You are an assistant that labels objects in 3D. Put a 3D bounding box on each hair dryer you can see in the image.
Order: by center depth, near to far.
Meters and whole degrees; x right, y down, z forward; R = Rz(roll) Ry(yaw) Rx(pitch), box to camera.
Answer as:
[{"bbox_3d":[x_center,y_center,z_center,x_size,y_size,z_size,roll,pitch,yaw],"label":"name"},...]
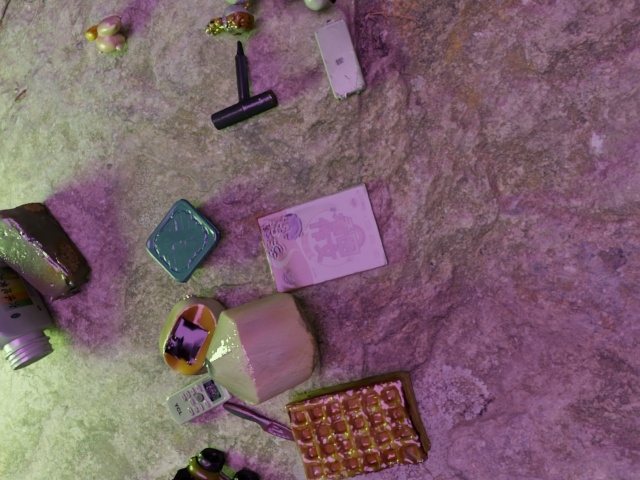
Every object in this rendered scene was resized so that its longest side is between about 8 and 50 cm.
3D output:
[{"bbox_3d":[-0.215,-0.398,1.217,0.173,0.050,0.195,-19,84,13],"label":"hair dryer"}]

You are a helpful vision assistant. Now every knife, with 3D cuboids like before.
[{"bbox_3d":[-0.147,0.479,1.251,0.247,0.018,0.036,20,95,11],"label":"knife"}]

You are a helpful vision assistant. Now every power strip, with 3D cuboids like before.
[{"bbox_3d":[0.048,-0.434,1.150,0.081,0.035,0.192,-18,88,14],"label":"power strip"}]

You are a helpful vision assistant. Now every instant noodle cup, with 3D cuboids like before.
[{"bbox_3d":[-0.349,0.000,1.253,0.157,0.070,0.179,43,102,10],"label":"instant noodle cup"}]

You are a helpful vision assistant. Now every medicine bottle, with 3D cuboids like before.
[{"bbox_3d":[-0.870,0.193,1.338,0.124,0.179,0.325,-30,85,14],"label":"medicine bottle"}]

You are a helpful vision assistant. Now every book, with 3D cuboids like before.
[{"bbox_3d":[0.000,0.000,1.191,0.295,0.020,0.208,-17,88,14],"label":"book"}]

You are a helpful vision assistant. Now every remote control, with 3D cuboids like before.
[{"bbox_3d":[-0.327,0.422,1.288,0.189,0.029,0.088,-30,85,14],"label":"remote control"}]

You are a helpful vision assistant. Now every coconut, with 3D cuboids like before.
[{"bbox_3d":[-0.147,0.254,1.120,0.244,0.239,0.240,-19,87,-20],"label":"coconut"}]

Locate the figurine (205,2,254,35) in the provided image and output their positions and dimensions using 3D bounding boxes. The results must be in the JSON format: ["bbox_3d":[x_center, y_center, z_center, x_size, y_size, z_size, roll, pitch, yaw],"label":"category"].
[{"bbox_3d":[-0.221,-0.537,1.187,0.101,0.143,0.068,-9,99,-27],"label":"figurine"}]

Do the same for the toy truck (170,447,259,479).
[{"bbox_3d":[-0.273,0.654,1.215,0.224,0.165,0.148,24,98,12],"label":"toy truck"}]

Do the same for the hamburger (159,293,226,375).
[{"bbox_3d":[-0.324,0.245,1.242,0.172,0.116,0.211,23,94,4],"label":"hamburger"}]

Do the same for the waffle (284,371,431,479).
[{"bbox_3d":[0.090,0.449,1.154,0.307,0.091,0.213,-19,88,16],"label":"waffle"}]

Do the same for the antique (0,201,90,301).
[{"bbox_3d":[-0.777,0.038,1.342,0.125,0.150,0.284,-42,91,17],"label":"antique"}]

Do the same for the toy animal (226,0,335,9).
[{"bbox_3d":[-0.142,-0.662,1.121,0.356,0.193,0.258,1,95,25],"label":"toy animal"}]

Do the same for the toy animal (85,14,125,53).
[{"bbox_3d":[-0.556,-0.548,1.283,0.114,0.091,0.082,-15,117,27],"label":"toy animal"}]
